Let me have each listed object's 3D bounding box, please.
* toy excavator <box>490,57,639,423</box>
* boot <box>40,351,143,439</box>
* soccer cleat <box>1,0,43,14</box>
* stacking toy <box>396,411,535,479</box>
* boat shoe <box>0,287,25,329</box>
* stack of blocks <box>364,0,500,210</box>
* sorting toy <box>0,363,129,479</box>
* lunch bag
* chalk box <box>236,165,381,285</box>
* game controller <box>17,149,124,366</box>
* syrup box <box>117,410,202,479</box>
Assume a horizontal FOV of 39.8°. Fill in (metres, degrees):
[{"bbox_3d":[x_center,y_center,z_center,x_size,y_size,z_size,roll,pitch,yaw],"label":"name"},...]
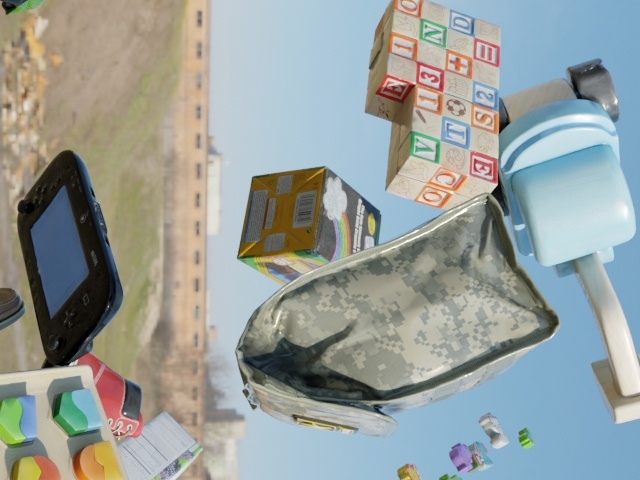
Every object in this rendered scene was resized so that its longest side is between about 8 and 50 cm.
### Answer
[{"bbox_3d":[0.408,0.011,1.391,0.433,0.222,0.445,64,12,-47],"label":"toy excavator"},{"bbox_3d":[-0.343,0.276,1.264,0.088,0.176,0.244,-31,-151,36],"label":"boot"},{"bbox_3d":[-0.433,-0.365,1.204,0.060,0.072,0.179,60,-7,16],"label":"soccer cleat"},{"bbox_3d":[0.233,0.336,1.384,0.221,0.167,0.052,24,35,-59],"label":"stacking toy"},{"bbox_3d":[-0.675,0.122,1.539,0.110,0.307,0.105,30,-52,54],"label":"boat shoe"},{"bbox_3d":[0.156,-0.196,1.245,0.087,0.171,0.297,123,-21,-54],"label":"stack of blocks"},{"bbox_3d":[-0.333,0.258,1.105,0.038,0.193,0.208,-34,-111,32],"label":"sorting toy"},{"bbox_3d":[0.057,0.103,0.871,0.235,0.286,0.169,89,-23,-73],"label":"lunch bag"},{"bbox_3d":[0.000,0.000,1.742,0.289,0.179,0.180,37,55,-51],"label":"chalk box"},{"bbox_3d":[-0.361,0.017,1.252,0.166,0.067,0.319,-52,-133,30],"label":"game controller"},{"bbox_3d":[-0.297,0.369,1.379,0.093,0.096,0.237,-51,172,25],"label":"syrup box"}]
